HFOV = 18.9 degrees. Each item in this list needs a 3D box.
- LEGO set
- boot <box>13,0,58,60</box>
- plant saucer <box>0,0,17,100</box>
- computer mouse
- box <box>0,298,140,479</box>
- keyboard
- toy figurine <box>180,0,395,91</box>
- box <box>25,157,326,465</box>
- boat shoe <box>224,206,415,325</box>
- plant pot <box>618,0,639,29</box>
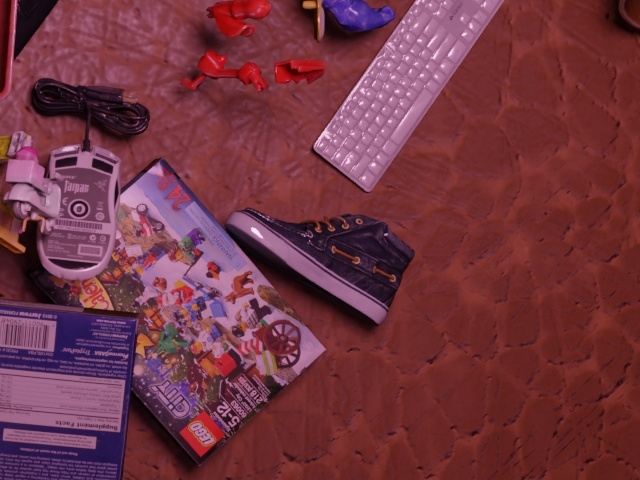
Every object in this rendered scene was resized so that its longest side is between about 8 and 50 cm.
[{"bbox_3d":[-0.352,-0.061,1.644,0.287,0.132,0.107,6,68,10],"label":"LEGO set"},{"bbox_3d":[-0.310,-0.280,1.655,0.207,0.094,0.246,-46,103,-12],"label":"boot"},{"bbox_3d":[-0.358,-0.246,1.597,0.258,0.048,0.259,3,89,16],"label":"plant saucer"},{"bbox_3d":[-0.211,-0.049,1.679,0.106,0.042,0.193,8,65,-6],"label":"computer mouse"},{"bbox_3d":[-0.237,0.168,1.683,0.136,0.036,0.225,6,98,-4],"label":"box"},{"bbox_3d":[0.091,-0.168,1.807,0.072,0.014,0.256,37,81,-12],"label":"keyboard"},{"bbox_3d":[-0.008,-0.310,1.744,0.217,0.191,0.363,-2,83,-45],"label":"toy figurine"},{"bbox_3d":[-0.129,0.064,1.732,0.159,0.044,0.233,-43,100,-11],"label":"box"},{"bbox_3d":[0.000,0.000,1.756,0.183,0.065,0.083,33,78,-26],"label":"boat shoe"},{"bbox_3d":[0.389,-0.347,1.794,0.237,0.237,0.254,1,77,-15],"label":"plant pot"}]
